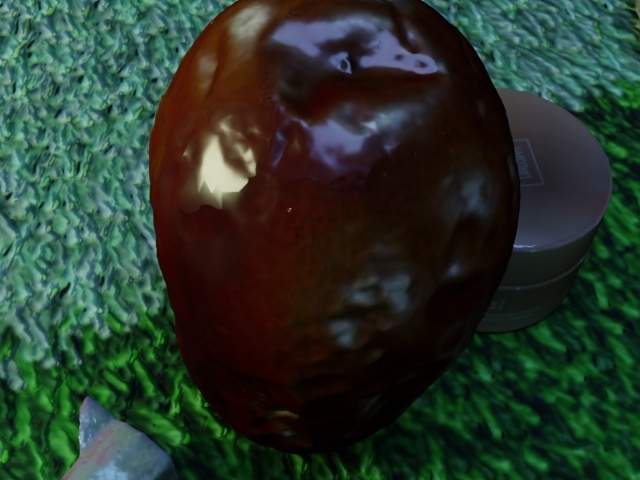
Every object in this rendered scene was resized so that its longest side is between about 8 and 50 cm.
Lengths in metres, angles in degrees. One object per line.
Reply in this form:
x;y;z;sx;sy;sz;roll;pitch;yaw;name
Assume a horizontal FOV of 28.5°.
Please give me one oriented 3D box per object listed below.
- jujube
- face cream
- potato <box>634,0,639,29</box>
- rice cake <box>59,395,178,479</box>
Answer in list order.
0.000;0.000;0.737;0.223;0.318;0.223;4;54;-5;jujube
0.123;-0.022;0.904;0.149;0.104;0.149;4;53;-5;face cream
0.494;-0.167;1.027;0.296;0.289;0.397;9;5;-36;potato
-0.195;0.207;0.724;0.081;0.051;0.290;38;56;9;rice cake
